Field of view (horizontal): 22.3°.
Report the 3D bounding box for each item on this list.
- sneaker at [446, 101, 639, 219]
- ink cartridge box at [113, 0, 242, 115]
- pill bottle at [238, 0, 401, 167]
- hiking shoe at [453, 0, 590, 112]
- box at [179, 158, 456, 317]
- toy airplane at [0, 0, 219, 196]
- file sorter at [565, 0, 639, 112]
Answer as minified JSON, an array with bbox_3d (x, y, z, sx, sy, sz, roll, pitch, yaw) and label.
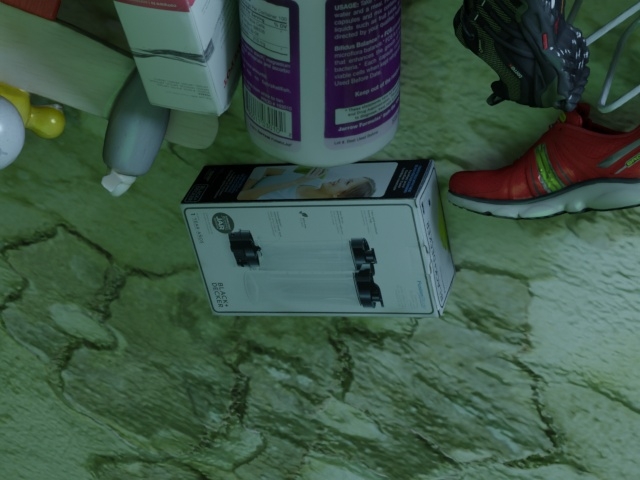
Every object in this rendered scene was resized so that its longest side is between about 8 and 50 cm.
[{"bbox_3d":[0.263,-0.088,1.736,0.279,0.107,0.118,-7,93,33],"label":"sneaker"},{"bbox_3d":[-0.134,-0.256,1.662,0.092,0.158,0.218,9,149,17],"label":"ink cartridge box"},{"bbox_3d":[-0.001,-0.240,1.661,0.169,0.169,0.301,10,128,13],"label":"pill bottle"},{"bbox_3d":[0.162,-0.212,1.445,0.114,0.086,0.227,-1,123,30],"label":"hiking shoe"},{"bbox_3d":[0.000,0.000,1.889,0.290,0.087,0.169,-1,124,22],"label":"box"},{"bbox_3d":[-0.341,-0.191,1.753,0.386,0.272,0.384,-14,131,9],"label":"toy airplane"},{"bbox_3d":[0.338,-0.206,1.549,0.278,0.193,0.173,44,131,-14],"label":"file sorter"}]
